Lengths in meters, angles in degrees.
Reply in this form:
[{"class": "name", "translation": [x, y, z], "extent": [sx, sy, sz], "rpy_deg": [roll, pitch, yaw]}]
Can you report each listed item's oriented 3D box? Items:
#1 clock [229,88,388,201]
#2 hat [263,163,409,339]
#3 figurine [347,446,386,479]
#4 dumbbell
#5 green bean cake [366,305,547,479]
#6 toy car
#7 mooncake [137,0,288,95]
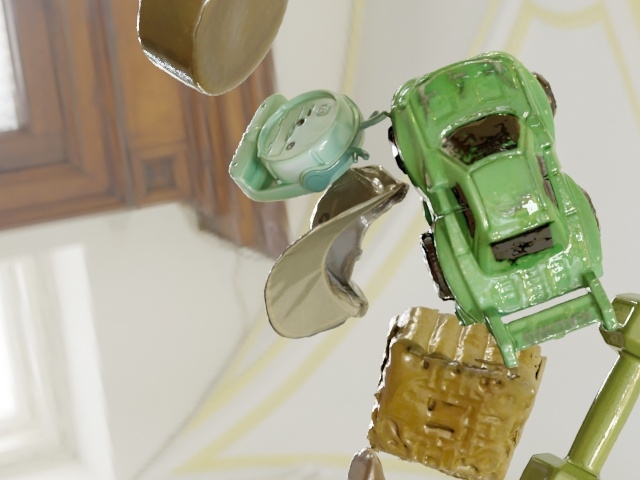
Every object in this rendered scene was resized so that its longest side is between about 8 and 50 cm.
[{"class": "clock", "translation": [-0.010, -0.134, 1.860], "extent": [0.210, 0.159, 0.066], "rpy_deg": [-7, -42, 37]}, {"class": "hat", "translation": [0.000, 0.000, 1.824], "extent": [0.149, 0.244, 0.214], "rpy_deg": [44, -54, 39]}, {"class": "figurine", "translation": [0.027, 0.385, 1.515], "extent": [0.173, 0.177, 0.247], "rpy_deg": [-24, -75, 31]}, {"class": "dumbbell", "translation": [0.354, 0.215, 1.735], "extent": [0.302, 0.108, 0.121], "rpy_deg": [-62, -158, -4]}, {"class": "green bean cake", "translation": [0.188, 0.222, 2.007], "extent": [0.131, 0.229, 0.224], "rpy_deg": [-65, 169, -57]}, {"class": "toy car", "translation": [0.217, -0.045, 1.688], "extent": [0.176, 0.213, 0.359], "rpy_deg": [-104, 176, -88]}, {"class": "mooncake", "translation": [-0.186, -0.399, 2.398], "extent": [0.155, 0.284, 0.284], "rpy_deg": [26, -50, 23]}]
